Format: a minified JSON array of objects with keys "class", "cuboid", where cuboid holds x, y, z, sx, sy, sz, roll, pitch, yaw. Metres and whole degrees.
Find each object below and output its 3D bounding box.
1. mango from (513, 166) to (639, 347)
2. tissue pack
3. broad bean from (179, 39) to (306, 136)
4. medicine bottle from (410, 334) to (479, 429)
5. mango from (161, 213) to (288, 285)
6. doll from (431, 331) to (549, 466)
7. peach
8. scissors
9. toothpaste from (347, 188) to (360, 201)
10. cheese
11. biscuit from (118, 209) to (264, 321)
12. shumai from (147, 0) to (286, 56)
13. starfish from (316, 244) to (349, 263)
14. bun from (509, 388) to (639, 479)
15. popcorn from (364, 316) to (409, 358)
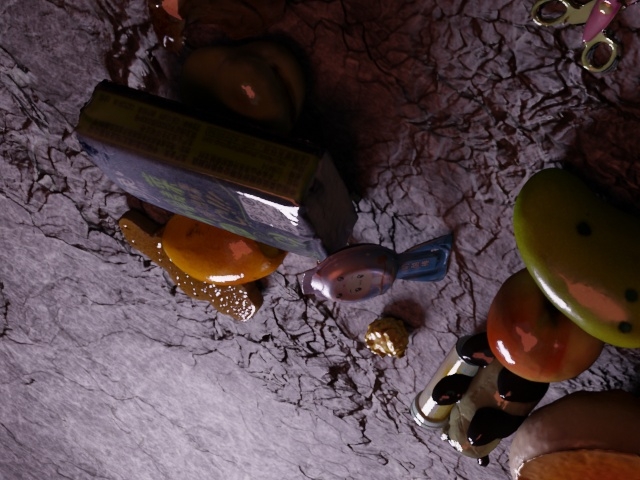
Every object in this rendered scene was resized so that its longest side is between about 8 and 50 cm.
[{"class":"mango","cuboid":[0.385,0.026,1.691,0.293,0.175,0.143,46,176,6]},{"class":"tissue pack","cuboid":[-0.157,-0.101,1.919,0.394,0.124,0.288,18,165,19]},{"class":"broad bean","cuboid":[-0.121,-0.228,1.895,0.189,0.121,0.263,52,155,-23]},{"class":"medicine bottle","cuboid":[0.226,0.246,2.112,0.074,0.074,0.218,33,140,7]},{"class":"mango","cuboid":[-0.176,0.001,2.131,0.252,0.126,0.153,2,113,30]},{"class":"doll","cuboid":[0.279,0.256,1.966,0.234,0.135,0.143,-56,41,18]},{"class":"peach","cuboid":[0.337,0.128,1.822,0.184,0.184,0.184,22,139,20]},{"class":"scissors","cuboid":[0.356,-0.289,1.505,0.133,0.020,0.187,40,144,-6]},{"class":"toothpaste","cuboid":[0.027,-0.082,1.982,0.083,0.019,0.027,23,167,20]},{"class":"cheese","cuboid":[0.089,0.047,1.931,0.245,0.052,0.135,-9,143,-12]},{"class":"biscuit","cuboid":[-0.244,0.035,2.297,0.320,0.047,0.183,24,136,19]},{"class":"shumai","cuboid":[-0.162,-0.352,1.735,0.206,0.175,0.166,43,142,-10]},{"class":"starfish","cuboid":[-0.004,0.003,2.074,0.133,0.041,0.130,-3,125,41]},{"class":"bun","cuboid":[0.452,0.331,1.931,0.299,0.164,0.299,11,143,8]},{"class":"popcorn","cuboid":[0.119,0.172,2.133,0.083,0.057,0.082,47,135,-5]}]
